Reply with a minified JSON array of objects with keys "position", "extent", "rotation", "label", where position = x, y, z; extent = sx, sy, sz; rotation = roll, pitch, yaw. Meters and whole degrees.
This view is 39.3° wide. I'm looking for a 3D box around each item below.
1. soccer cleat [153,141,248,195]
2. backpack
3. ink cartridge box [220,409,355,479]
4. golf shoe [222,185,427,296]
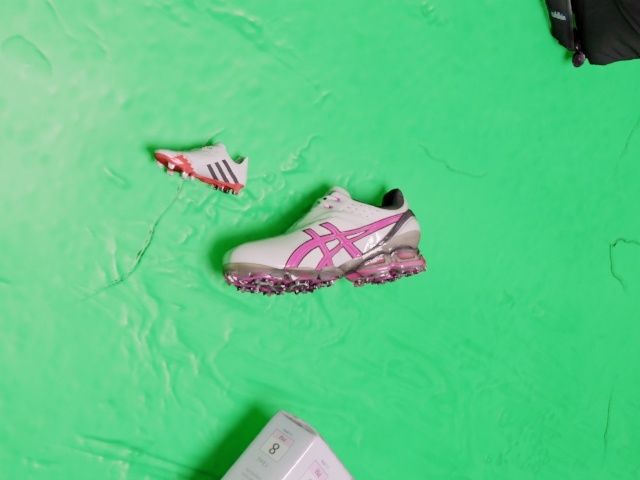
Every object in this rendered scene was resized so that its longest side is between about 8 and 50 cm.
[{"position":[-0.089,-0.060,0.678],"extent":[0.083,0.029,0.035],"rotation":[19,84,-40],"label":"soccer cleat"},{"position":[0.273,-0.258,0.805],"extent":[0.115,0.152,0.182],"rotation":[-36,109,-26],"label":"backpack"},{"position":[-0.056,0.284,0.757],"extent":[0.232,0.066,0.189],"rotation":[-51,139,-21],"label":"ink cartridge box"},{"position":[0.000,0.000,0.742],"extent":[0.186,0.067,0.085],"rotation":[-6,81,-32],"label":"golf shoe"}]
